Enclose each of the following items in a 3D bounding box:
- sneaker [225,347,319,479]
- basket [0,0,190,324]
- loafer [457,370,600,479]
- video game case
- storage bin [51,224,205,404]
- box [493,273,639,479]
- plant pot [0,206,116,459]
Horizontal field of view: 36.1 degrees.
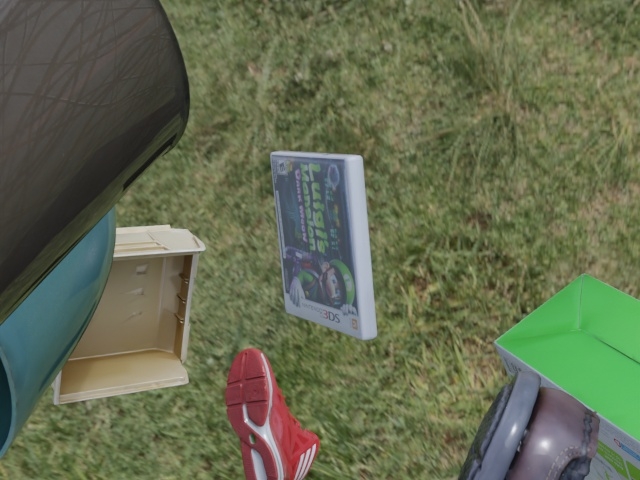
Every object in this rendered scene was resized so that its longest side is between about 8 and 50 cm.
[{"bbox_3d":[-0.072,0.277,1.531,0.087,0.128,0.221,-11,80,33],"label":"sneaker"},{"bbox_3d":[-0.176,-0.023,0.372,0.154,0.204,0.226,2,50,34],"label":"basket"},{"bbox_3d":[0.079,0.199,0.452,0.095,0.109,0.302,21,115,13],"label":"loafer"},{"bbox_3d":[0.000,0.000,1.061,0.022,0.173,0.190,-10,101,-29],"label":"video game case"},{"bbox_3d":[-0.335,0.120,1.676,0.123,0.261,0.262,37,124,51],"label":"storage bin"},{"bbox_3d":[0.308,0.191,0.885,0.127,0.231,0.262,-35,29,-12],"label":"box"},{"bbox_3d":[-0.304,0.003,0.789,0.293,0.293,0.235,10,36,17],"label":"plant pot"}]
